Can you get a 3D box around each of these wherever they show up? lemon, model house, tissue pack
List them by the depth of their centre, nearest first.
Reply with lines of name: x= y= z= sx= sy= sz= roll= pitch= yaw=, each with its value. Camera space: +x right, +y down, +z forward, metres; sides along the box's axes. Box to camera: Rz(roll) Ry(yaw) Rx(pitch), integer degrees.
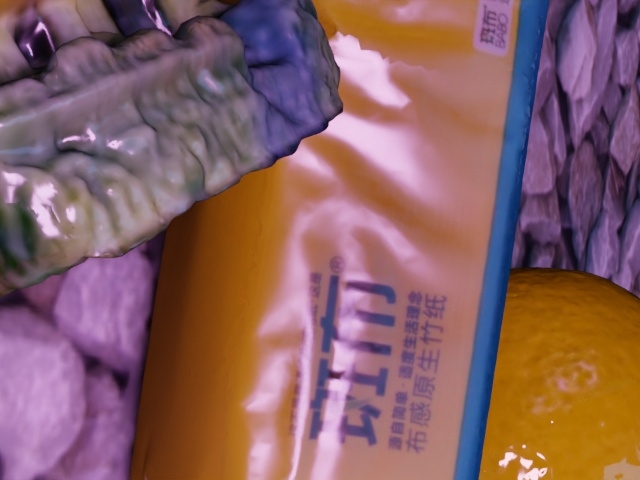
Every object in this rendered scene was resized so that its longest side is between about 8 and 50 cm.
model house: x=-0.119 y=-0.097 z=0.501 sx=0.194 sy=0.170 sz=0.211 roll=-33 pitch=101 yaw=-49
tissue pack: x=0.000 y=0.000 z=0.672 sx=0.134 sy=0.192 sz=0.271 roll=10 pitch=84 yaw=-15
lemon: x=0.102 y=0.141 z=0.826 sx=0.219 sy=0.240 sz=0.240 roll=-17 pitch=110 yaw=-32
